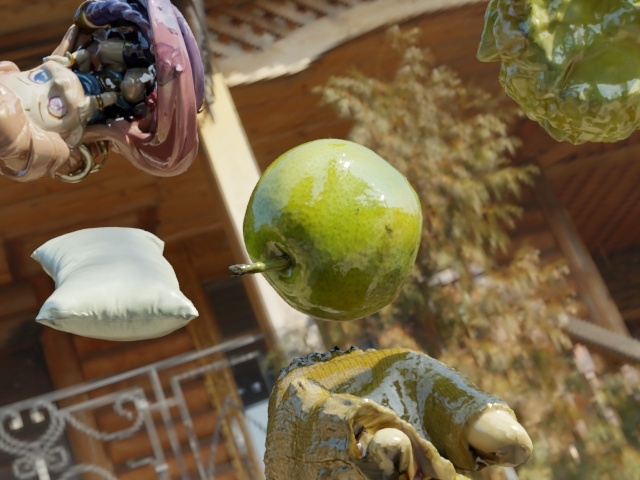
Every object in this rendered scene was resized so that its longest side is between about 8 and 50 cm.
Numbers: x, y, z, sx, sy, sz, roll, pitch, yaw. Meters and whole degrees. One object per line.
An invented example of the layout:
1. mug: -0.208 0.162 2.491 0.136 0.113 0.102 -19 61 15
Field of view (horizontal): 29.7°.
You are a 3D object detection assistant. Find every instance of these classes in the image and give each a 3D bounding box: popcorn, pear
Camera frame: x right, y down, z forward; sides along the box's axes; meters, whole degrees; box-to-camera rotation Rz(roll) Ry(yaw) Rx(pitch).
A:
1. popcorn: 0.228 -0.175 0.959 0.195 0.168 0.173 -46 -32 8
2. pear: 0.000 0.000 1.165 0.166 0.180 0.216 -26 6 42

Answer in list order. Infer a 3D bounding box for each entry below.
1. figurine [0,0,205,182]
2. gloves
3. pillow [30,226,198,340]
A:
1. figurine: -0.144 -0.084 0.758 0.157 0.126 0.114 -34 -10 -4
2. gloves: 0.051 0.178 1.018 0.203 0.156 0.356 -5 2 -8
3. pillow: -0.213 0.042 1.201 0.144 0.078 0.254 3 14 -16
